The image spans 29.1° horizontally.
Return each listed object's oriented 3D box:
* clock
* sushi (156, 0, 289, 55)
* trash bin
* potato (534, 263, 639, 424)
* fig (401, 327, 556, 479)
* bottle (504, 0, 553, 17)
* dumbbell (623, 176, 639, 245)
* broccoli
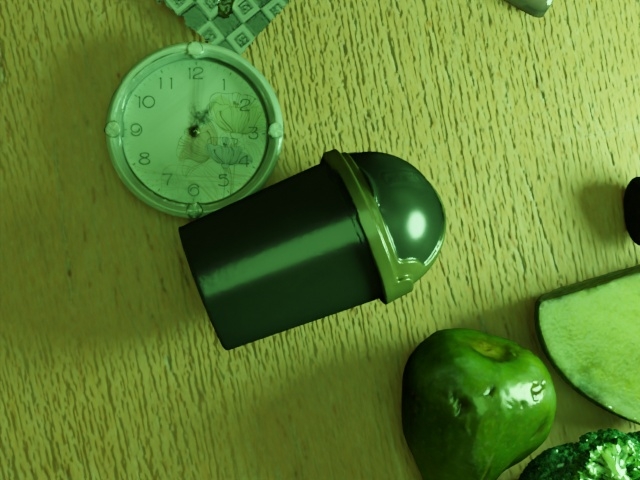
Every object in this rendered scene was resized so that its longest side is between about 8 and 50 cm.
[{"bbox_3d":[-0.169,-0.145,1.652,0.237,0.053,0.236,0,88,-5],"label":"clock"},{"bbox_3d":[-0.111,-0.350,1.679,0.139,0.031,0.201,43,81,-6],"label":"sushi"},{"bbox_3d":[0.000,0.000,1.592,0.334,0.214,0.214,-19,90,-3],"label":"trash bin"},{"bbox_3d":[0.408,0.110,1.688,0.255,0.112,0.269,10,89,-5],"label":"potato"},{"bbox_3d":[0.190,0.261,1.637,0.206,0.206,0.275,14,109,-7],"label":"fig"},{"bbox_3d":[0.258,-0.363,1.715,0.140,0.053,0.053,28,85,-6],"label":"bottle"},{"bbox_3d":[0.527,-0.046,1.715,0.191,0.100,0.100,-4,88,-7],"label":"dumbbell"},{"bbox_3d":[0.363,0.369,1.601,0.245,0.265,0.294,43,42,22],"label":"broccoli"}]
